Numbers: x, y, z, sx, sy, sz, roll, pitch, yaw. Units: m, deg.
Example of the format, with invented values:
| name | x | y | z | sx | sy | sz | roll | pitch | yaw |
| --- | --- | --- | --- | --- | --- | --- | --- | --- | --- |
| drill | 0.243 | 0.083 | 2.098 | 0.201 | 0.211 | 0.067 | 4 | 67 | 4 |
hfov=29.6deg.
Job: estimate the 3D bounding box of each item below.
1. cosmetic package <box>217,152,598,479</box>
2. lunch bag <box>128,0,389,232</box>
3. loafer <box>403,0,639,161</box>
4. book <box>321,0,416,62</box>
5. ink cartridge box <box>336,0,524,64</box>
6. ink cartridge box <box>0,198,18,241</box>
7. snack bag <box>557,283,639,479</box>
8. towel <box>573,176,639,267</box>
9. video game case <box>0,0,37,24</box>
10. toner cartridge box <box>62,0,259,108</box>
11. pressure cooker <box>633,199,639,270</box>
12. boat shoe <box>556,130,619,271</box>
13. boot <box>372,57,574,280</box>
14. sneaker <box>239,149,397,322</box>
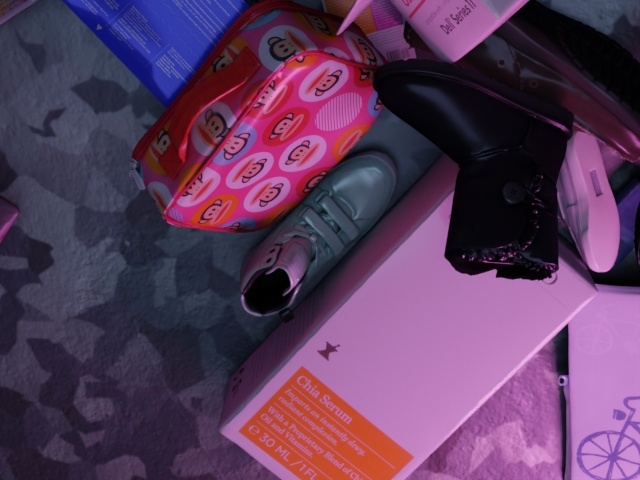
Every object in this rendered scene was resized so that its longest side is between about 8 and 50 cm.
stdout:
| name | x | y | z | sx | sy | sz | roll | pitch | yaw |
| --- | --- | --- | --- | --- | --- | --- | --- | --- | --- |
| cosmetic package | 0.103 | 0.126 | 1.543 | 0.230 | 0.161 | 0.453 | 40 | 105 | -11 |
| lunch bag | -0.076 | -0.135 | 1.396 | 0.293 | 0.258 | 0.120 | -47 | 65 | 25 |
| loafer | 0.256 | -0.205 | 1.456 | 0.366 | 0.134 | 0.130 | 35 | 128 | -2 |
| book | 0.054 | -0.279 | 1.474 | 0.096 | 0.035 | 0.144 | -14 | 109 | 5 |
| ink cartridge box | 0.194 | -0.308 | 1.267 | 0.353 | 0.207 | 0.119 | -41 | 92 | -9 |
| ink cartridge box | -0.517 | 0.067 | 1.522 | 0.117 | 0.201 | 0.278 | 33 | 107 | -9 |
| snack bag | 0.472 | 0.200 | 1.565 | 0.323 | 0.037 | 0.342 | 2 | 116 | 19 |
| towel | 0.385 | -0.021 | 1.551 | 0.067 | 0.029 | 0.119 | 40 | 107 | -8 |
| video game case | -0.421 | -0.320 | 1.444 | 0.157 | 0.019 | 0.143 | -18 | 110 | 40 |
| toner cartridge box | -0.209 | -0.308 | 1.450 | 0.165 | 0.075 | 0.348 | -40 | 103 | 13 |
| pressure cooker | 0.558 | -0.105 | 1.308 | 0.376 | 0.420 | 0.370 | -7 | 135 | 47 |
| boat shoe | 0.322 | -0.049 | 1.518 | 0.066 | 0.063 | 0.184 | -27 | 103 | -36 |
| boot | 0.162 | -0.074 | 1.340 | 0.247 | 0.094 | 0.207 | 17 | 69 | -13 |
| sneaker | 0.000 | 0.001 | 1.507 | 0.256 | 0.151 | 0.094 | -43 | 103 | 15 |
